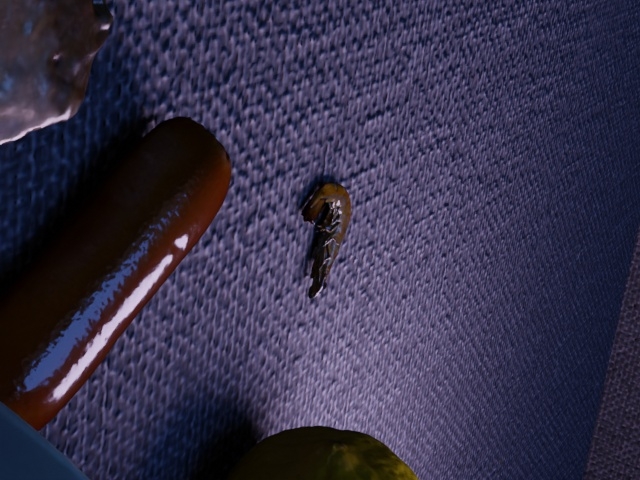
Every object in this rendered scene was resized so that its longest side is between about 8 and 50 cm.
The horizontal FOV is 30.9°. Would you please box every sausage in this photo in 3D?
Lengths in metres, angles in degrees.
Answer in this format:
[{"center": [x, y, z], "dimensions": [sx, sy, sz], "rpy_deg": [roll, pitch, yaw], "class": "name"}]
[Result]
[{"center": [-0.165, 0.025, 0.862], "dimensions": [0.300, 0.083, 0.089], "rpy_deg": [-56, 162, -26], "class": "sausage"}]

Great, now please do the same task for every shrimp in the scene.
[{"center": [0.000, 0.000, 1.227], "dimensions": [0.091, 0.025, 0.127], "rpy_deg": [13, 90, -63], "class": "shrimp"}]

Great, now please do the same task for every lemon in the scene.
[{"center": [0.001, 0.320, 1.186], "dimensions": [0.267, 0.267, 0.267], "rpy_deg": [-41, 140, -46], "class": "lemon"}]

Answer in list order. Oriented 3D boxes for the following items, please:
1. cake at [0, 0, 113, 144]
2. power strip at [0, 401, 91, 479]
[{"center": [-0.252, -0.127, 0.483], "dimensions": [0.293, 0.198, 0.196], "rpy_deg": [-32, 136, -51], "class": "cake"}, {"center": [-0.212, 0.192, 0.567], "dimensions": [0.161, 0.357, 0.358], "rpy_deg": [-50, 146, -35], "class": "power strip"}]
